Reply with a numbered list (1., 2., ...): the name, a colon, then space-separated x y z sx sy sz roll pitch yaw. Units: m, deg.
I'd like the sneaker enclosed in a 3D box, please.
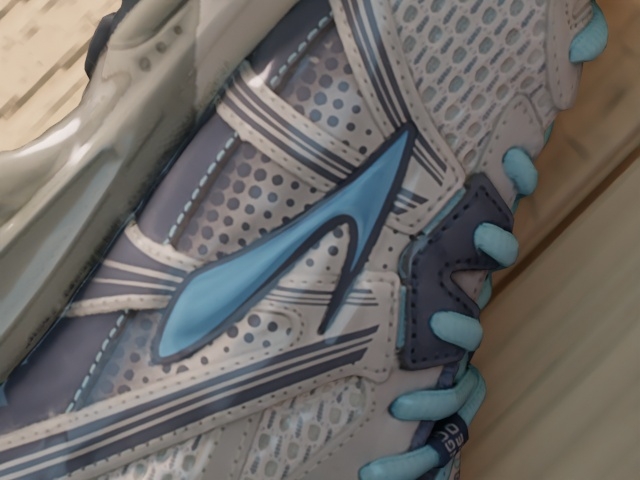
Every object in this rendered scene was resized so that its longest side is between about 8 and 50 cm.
1. sneaker: 0.000 0.000 0.406 0.283 0.110 0.122 -41 88 6
